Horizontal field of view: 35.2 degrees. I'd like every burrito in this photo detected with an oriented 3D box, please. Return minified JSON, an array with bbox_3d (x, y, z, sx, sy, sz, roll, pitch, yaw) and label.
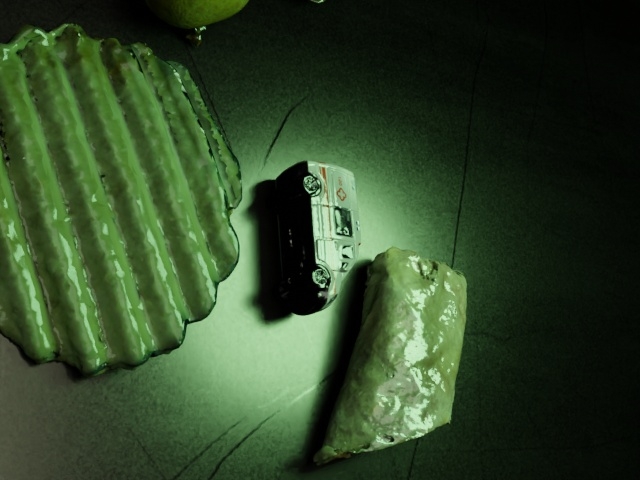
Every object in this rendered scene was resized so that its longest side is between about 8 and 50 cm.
[{"bbox_3d":[0.116,0.169,1.377,0.175,0.107,0.347,24,61,-11],"label":"burrito"}]

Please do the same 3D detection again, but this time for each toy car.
[{"bbox_3d":[0.000,0.000,1.353,0.108,0.089,0.209,8,69,-38],"label":"toy car"}]

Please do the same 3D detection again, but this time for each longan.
[{"bbox_3d":[-0.161,-0.340,1.321,0.155,0.176,0.145,-5,36,-14],"label":"longan"}]

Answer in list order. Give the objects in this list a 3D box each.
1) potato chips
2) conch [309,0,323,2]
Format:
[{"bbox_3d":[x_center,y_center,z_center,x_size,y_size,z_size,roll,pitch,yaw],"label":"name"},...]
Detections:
[{"bbox_3d":[-0.254,-0.058,1.214,0.358,0.070,0.429,-14,83,-33],"label":"potato chips"},{"bbox_3d":[-0.036,-0.409,1.451,0.233,0.080,0.086,35,52,-20],"label":"conch"}]
